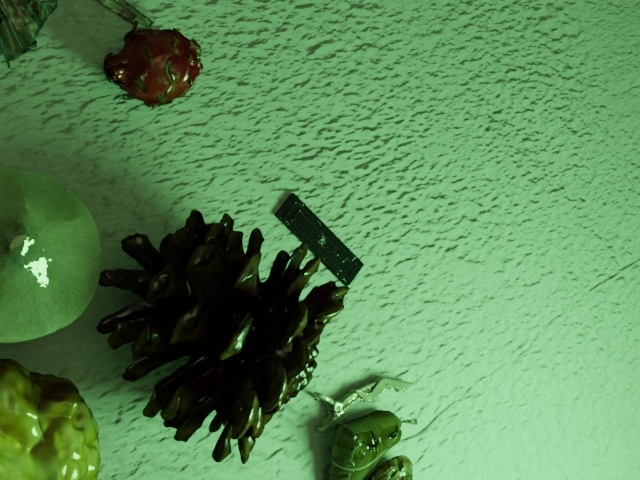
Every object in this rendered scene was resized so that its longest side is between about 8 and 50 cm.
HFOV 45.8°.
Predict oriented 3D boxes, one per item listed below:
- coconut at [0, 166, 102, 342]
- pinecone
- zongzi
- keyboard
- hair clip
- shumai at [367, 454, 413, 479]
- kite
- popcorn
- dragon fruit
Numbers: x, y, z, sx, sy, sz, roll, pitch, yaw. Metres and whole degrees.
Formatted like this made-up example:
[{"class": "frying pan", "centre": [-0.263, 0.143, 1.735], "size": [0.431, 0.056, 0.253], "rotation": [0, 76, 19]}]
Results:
[{"class": "coconut", "centre": [-0.422, 0.023, 1.038], "size": [0.237, 0.266, 0.238], "rotation": [3, 83, -22]}, {"class": "pinecone", "centre": [-0.169, 0.120, 1.148], "size": [0.384, 0.384, 0.385], "rotation": [5, 81, -31]}, {"class": "zongzi", "centre": [0.086, 0.412, 1.423], "size": [0.189, 0.081, 0.178], "rotation": [-4, 112, -48]}, {"class": "keyboard", "centre": [0.000, 0.000, 1.442], "size": [0.204, 0.013, 0.061], "rotation": [45, 64, -19]}, {"class": "hair clip", "centre": [0.079, 0.288, 1.439], "size": [0.226, 0.034, 0.072], "rotation": [-17, 91, -32]}, {"class": "shumai", "centre": [0.137, 0.485, 1.409], "size": [0.123, 0.105, 0.139], "rotation": [28, 106, -44]}, {"class": "kite", "centre": [-0.438, -0.458, 1.241], "size": [0.368, 0.014, 0.406], "rotation": [34, 67, -24]}, {"class": "popcorn", "centre": [-0.421, 0.310, 1.026], "size": [0.265, 0.225, 0.332], "rotation": [-9, 70, -60]}, {"class": "dragon fruit", "centre": [-0.277, -0.285, 1.254], "size": [0.165, 0.133, 0.136], "rotation": [-20, 52, -33]}]
